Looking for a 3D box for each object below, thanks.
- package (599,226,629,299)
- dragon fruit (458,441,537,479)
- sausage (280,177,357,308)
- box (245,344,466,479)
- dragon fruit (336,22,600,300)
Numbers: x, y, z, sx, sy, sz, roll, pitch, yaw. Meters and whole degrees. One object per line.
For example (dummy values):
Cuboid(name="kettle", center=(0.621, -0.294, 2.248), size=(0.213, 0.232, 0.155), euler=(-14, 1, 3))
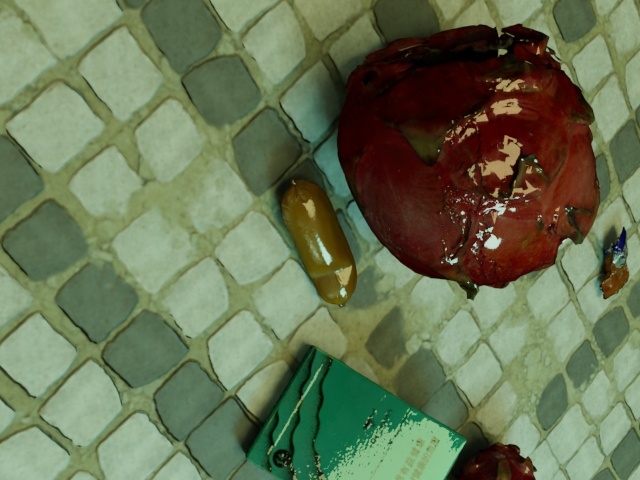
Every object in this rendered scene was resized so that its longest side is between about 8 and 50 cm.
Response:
Cuboid(name="package", center=(0.469, 0.036, 1.338), size=(0.077, 0.033, 0.110), euler=(-51, 142, -41))
Cuboid(name="dragon fruit", center=(0.254, 0.375, 1.215), size=(0.133, 0.136, 0.166), euler=(4, 65, -6))
Cuboid(name="sausage", center=(0.000, 0.000, 0.998), size=(0.062, 0.054, 0.183), euler=(-22, 120, 7))
Cuboid(name="box", center=(0.044, 0.254, 1.037), size=(0.226, 0.042, 0.161), euler=(32, 81, -4))
Cuboid(name="dragon fruit", center=(0.168, -0.100, 0.948), size=(0.295, 0.295, 0.301), euler=(-39, 108, -20))
